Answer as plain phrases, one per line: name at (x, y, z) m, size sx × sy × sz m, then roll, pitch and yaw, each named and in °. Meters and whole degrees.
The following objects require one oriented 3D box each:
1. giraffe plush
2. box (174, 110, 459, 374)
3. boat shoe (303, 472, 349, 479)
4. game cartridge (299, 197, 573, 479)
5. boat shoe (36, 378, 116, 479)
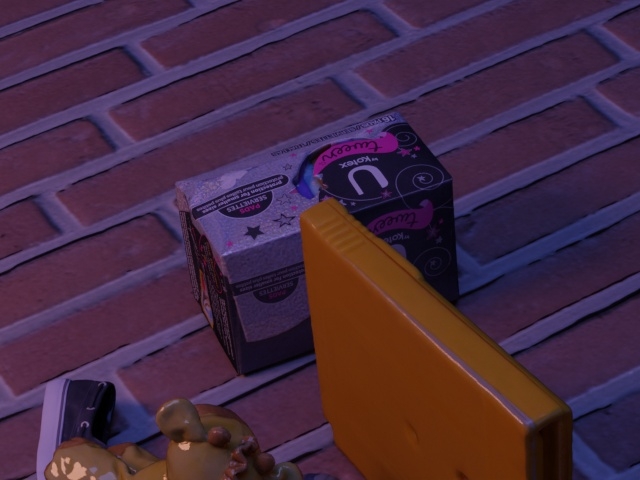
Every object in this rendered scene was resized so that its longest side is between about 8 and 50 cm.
giraffe plush at (-0.116, 0.208, 1.567) m, size 0.181 × 0.170 × 0.210 m, roll 17°, pitch 27°, yaw -40°
box at (0.000, 0.000, 1.853) m, size 0.247 × 0.163 × 0.142 m, roll -19°, pitch 41°, yaw -15°
boat shoe at (0.019, 0.319, 1.516) m, size 0.116 × 0.123 × 0.324 m, roll 3°, pitch 43°, yaw 7°
game cartridge at (0.097, 0.153, 1.570) m, size 0.052 × 0.285 × 0.324 m, roll -25°, pitch 45°, yaw -20°
boat shoe at (-0.216, 0.209, 1.708) m, size 0.076 × 0.080 × 0.228 m, roll -7°, pitch 33°, yaw 0°
